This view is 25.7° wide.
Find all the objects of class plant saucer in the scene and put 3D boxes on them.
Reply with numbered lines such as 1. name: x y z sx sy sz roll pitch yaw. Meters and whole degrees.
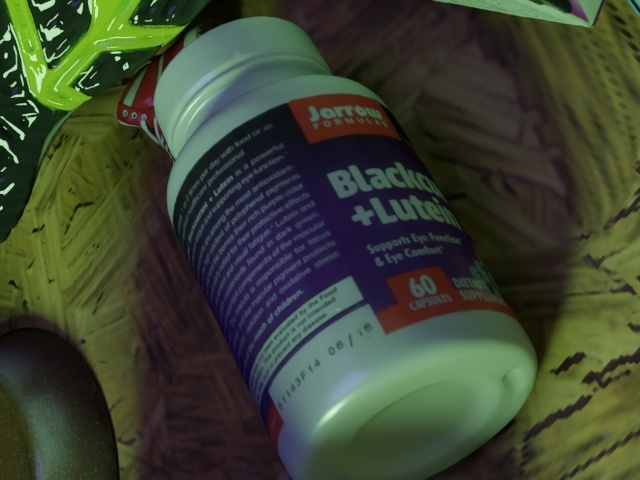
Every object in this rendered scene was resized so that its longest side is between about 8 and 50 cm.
1. plant saucer: -0.189 0.149 0.818 0.198 0.036 0.199 -10 77 46

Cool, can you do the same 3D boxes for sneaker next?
1. sneaker: -0.069 -0.047 0.712 0.067 0.042 0.118 -24 60 38
2. sneaker: -0.185 -0.099 0.761 0.384 0.145 0.147 -35 26 18

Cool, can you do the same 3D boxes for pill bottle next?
1. pill bottle: 0.000 0.000 0.585 0.108 0.108 0.193 -49 53 30

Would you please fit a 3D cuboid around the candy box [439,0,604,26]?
1. candy box: 0.041 -0.179 0.551 0.233 0.071 0.159 29 100 58

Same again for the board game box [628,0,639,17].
1. board game box: 0.172 -0.124 0.470 0.160 0.039 0.211 -47 52 32
